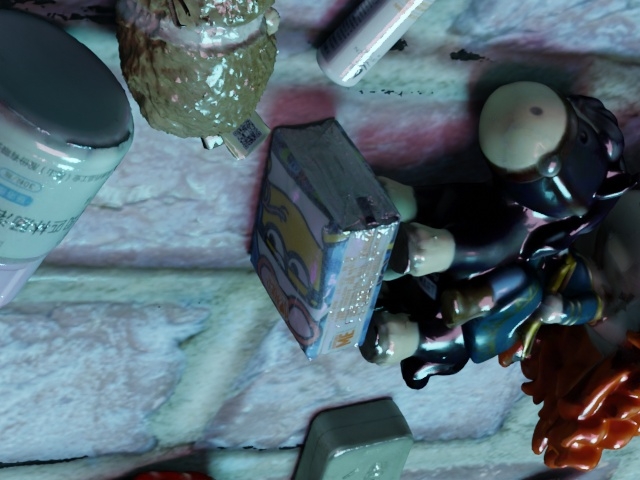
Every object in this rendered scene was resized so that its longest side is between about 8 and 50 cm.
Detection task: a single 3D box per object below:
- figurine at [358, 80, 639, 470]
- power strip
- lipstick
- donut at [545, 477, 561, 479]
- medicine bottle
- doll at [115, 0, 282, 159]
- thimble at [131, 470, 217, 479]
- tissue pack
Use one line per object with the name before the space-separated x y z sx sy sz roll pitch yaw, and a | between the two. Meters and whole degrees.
figurine | 0.209 0.026 1.593 0.412 0.241 0.306 30 93 -31
power strip | 0.013 0.266 1.881 0.093 0.053 0.288 -11 141 -24
lipstick | 0.053 -0.168 1.363 0.040 0.040 0.141 17 127 -45
donut | 0.217 0.317 2.072 0.117 0.065 0.166 14 127 -46
medicine bottle | -0.216 -0.048 1.257 0.135 0.135 0.168 11 131 -42
doll | -0.082 -0.132 1.267 0.115 0.105 0.221 -60 168 -30
thimble | -0.123 0.310 1.723 0.163 0.189 0.125 -17 143 -13
tissue pack | 0.000 0.000 1.476 0.065 0.115 0.155 -13 142 -25
